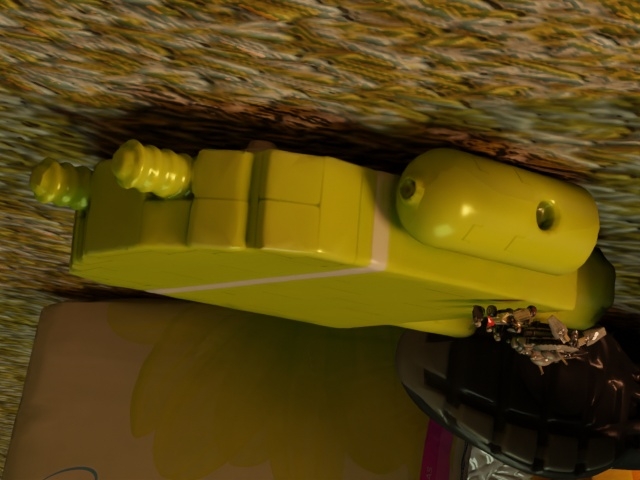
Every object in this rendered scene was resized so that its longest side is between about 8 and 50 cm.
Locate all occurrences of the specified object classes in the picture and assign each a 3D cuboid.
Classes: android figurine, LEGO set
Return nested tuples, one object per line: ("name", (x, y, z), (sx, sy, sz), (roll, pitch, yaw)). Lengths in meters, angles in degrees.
("android figurine", (0.000, 0.000, 0.868), (0.273, 0.056, 0.248), (14, 166, -37))
("LEGO set", (0.097, 0.047, 0.868), (0.083, 0.023, 0.054), (13, 167, -41))

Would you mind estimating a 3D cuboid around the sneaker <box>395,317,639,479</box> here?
("sneaker", (0.153, 0.095, 1.099), (0.267, 0.101, 0.106), (14, 168, -24))

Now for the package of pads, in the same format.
("package of pads", (-0.057, 0.147, 1.157), (0.296, 0.229, 0.101), (-1, 154, 25))

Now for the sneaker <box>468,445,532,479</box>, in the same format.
("sneaker", (0.055, 0.109, 1.270), (0.235, 0.153, 0.094), (-31, 125, 8))

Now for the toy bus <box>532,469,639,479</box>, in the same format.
("toy bus", (0.270, 0.200, 1.424), (0.211, 0.149, 0.220), (-5, 165, -4))
